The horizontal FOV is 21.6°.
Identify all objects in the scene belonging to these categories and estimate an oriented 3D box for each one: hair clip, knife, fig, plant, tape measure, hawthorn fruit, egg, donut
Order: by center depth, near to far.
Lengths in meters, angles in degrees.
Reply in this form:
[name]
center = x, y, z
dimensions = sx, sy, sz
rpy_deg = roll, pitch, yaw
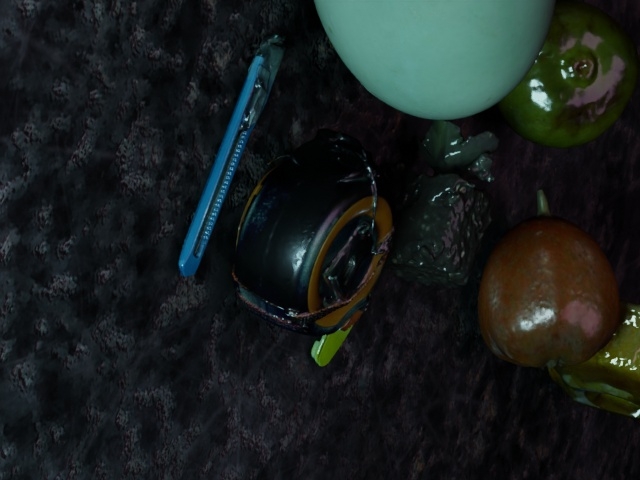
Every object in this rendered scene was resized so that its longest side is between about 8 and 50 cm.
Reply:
[knife]
center = -0.093, -0.096, 1.799
dimensions = 0.044, 0.026, 0.296
rpy_deg = 50, 57, -65
[egg]
center = 0.121, -0.314, 1.829
dimensions = 0.276, 0.276, 0.389
rpy_deg = -47, 134, -40
[tape measure]
center = 0.000, 0.000, 1.871
dimensions = 0.223, 0.135, 0.202
rpy_deg = -58, 151, -21
[hair clip]
center = 0.034, 0.065, 2.039
dimensions = 0.060, 0.033, 0.188
rpy_deg = 42, 64, -54
[plant]
center = 0.148, -0.048, 2.080
dimensions = 0.131, 0.142, 0.203
rpy_deg = 41, 53, -47
[fig]
center = 0.323, -0.225, 2.285
dimensions = 0.225, 0.203, 0.203
rpy_deg = -144, -117, -83
[hawthorn fruit]
center = 0.313, 0.054, 2.342
dimensions = 0.199, 0.199, 0.251
rpy_deg = -2, 86, -57
[donut]
center = 0.475, 0.194, 2.526
dimensions = 0.330, 0.330, 0.160
rpy_deg = 36, 78, -55
